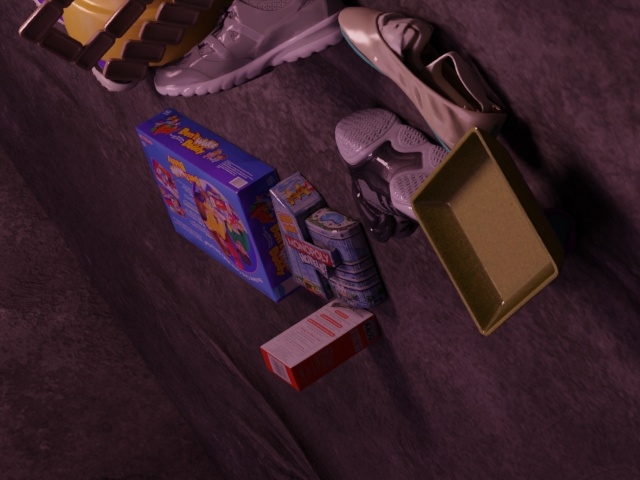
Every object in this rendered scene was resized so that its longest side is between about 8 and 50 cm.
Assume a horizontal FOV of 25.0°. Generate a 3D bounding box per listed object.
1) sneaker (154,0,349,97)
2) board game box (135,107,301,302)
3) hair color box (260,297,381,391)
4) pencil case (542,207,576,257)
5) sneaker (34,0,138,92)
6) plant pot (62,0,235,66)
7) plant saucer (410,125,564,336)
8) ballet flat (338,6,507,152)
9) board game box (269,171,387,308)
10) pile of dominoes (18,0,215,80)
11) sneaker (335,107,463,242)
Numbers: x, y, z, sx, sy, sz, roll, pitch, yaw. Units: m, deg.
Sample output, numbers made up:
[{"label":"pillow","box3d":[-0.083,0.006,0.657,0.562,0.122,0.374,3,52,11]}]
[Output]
[{"label":"sneaker","box3d":[-0.092,-0.263,1.831,0.115,0.281,0.105,68,-161,-7]},{"label":"board game box","box3d":[-0.169,-0.065,2.470,0.347,0.078,0.233,32,148,48]},{"label":"hair color box","box3d":[0.001,0.162,2.290,0.093,0.167,0.053,30,145,51]},{"label":"pencil case","box3d":[0.236,0.002,1.678,0.070,0.064,0.152,22,168,-17]},{"label":"sneaker","box3d":[-0.394,-0.404,2.471,0.293,0.102,0.146,50,155,5]},{"label":"plant pot","box3d":[-0.231,-0.397,1.888,0.254,0.254,0.239,42,152,34]},{"label":"plant saucer","box3d":[0.193,-0.012,1.608,0.188,0.045,0.188,62,150,15]},{"label":"ballet flat","box3d":[0.120,-0.201,1.648,0.248,0.086,0.086,49,158,17]},{"label":"board game box","box3d":[0.000,0.000,2.212,0.194,0.060,0.194,26,144,54]},{"label":"pile of dominoes","box3d":[-0.228,-0.313,1.780,0.196,0.251,0.040,28,-158,-48]},{"label":"sneaker","box3d":[0.120,-0.050,1.823,0.268,0.101,0.153,46,158,43]}]
